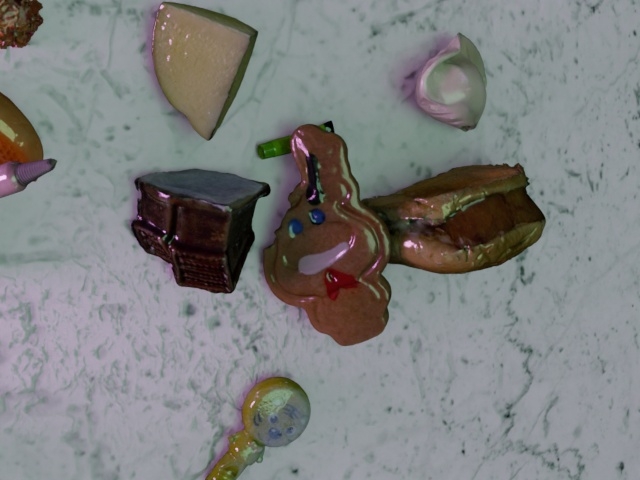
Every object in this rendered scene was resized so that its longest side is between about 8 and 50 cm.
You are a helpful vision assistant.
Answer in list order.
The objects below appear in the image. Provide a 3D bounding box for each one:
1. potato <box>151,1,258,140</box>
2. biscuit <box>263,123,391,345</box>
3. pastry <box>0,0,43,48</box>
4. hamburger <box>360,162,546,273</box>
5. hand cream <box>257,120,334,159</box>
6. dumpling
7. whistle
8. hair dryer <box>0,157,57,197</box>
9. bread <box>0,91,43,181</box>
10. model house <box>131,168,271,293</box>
[{"bbox_3d":[-0.162,-0.224,1.095,0.120,0.081,0.149,23,108,-4],"label":"potato"},{"bbox_3d":[0.008,-0.003,1.197,0.183,0.047,0.320,1,105,7],"label":"biscuit"},{"bbox_3d":[-0.370,-0.288,0.940,0.087,0.063,0.169,-42,119,-18],"label":"pastry"},{"bbox_3d":[0.215,-0.029,1.278,0.308,0.211,0.133,-17,106,-25],"label":"hamburger"},{"bbox_3d":[-0.032,-0.139,1.207,0.121,0.023,0.036,-18,113,-27],"label":"hand cream"},{"bbox_3d":[0.204,-0.244,1.279,0.169,0.099,0.134,19,89,-34],"label":"dumpling"},{"bbox_3d":[-0.097,0.290,1.267,0.104,0.057,0.198,41,87,-24],"label":"whistle"},{"bbox_3d":[-0.399,-0.064,0.916,0.220,0.054,0.195,-25,125,25],"label":"hair dryer"},{"bbox_3d":[-0.396,-0.130,0.950,0.189,0.077,0.114,35,105,-31],"label":"bread"},{"bbox_3d":[-0.164,-0.010,1.129,0.165,0.106,0.152,12,111,2],"label":"model house"}]
